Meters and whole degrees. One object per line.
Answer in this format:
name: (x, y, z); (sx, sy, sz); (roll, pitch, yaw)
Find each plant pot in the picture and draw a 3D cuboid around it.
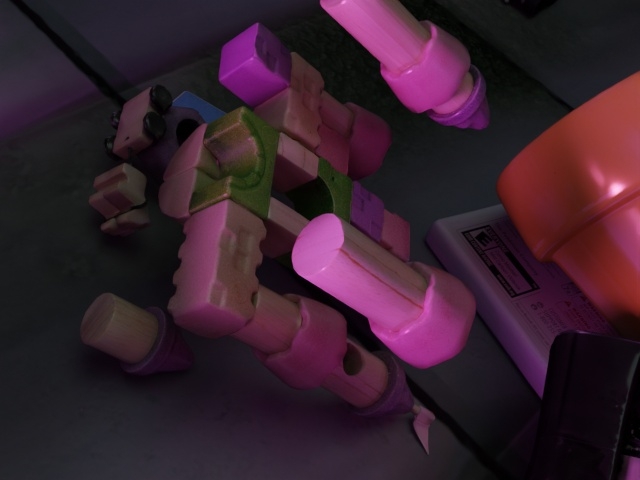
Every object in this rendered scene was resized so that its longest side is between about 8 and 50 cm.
plant pot: (0.318, -0.006, 0.750); (0.254, 0.254, 0.239); (-16, 72, -32)

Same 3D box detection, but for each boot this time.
boot: (0.293, -0.375, 1.247); (0.099, 0.045, 0.121); (38, 48, 17)

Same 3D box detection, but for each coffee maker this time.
coffee maker: (0.193, 0.161, 0.646); (0.171, 0.120, 0.178); (22, 58, 1)

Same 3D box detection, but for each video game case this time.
video game case: (0.306, 0.079, 0.848); (0.299, 0.036, 0.329); (-14, 55, -31)

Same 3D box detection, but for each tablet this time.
tablet: (-0.116, -0.119, 0.877); (0.083, 0.006, 0.054); (30, 46, 8)

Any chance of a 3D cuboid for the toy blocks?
toy blocks: (0.000, 0.000, 0.707); (0.260, 0.308, 0.289); (34, 49, -38)
